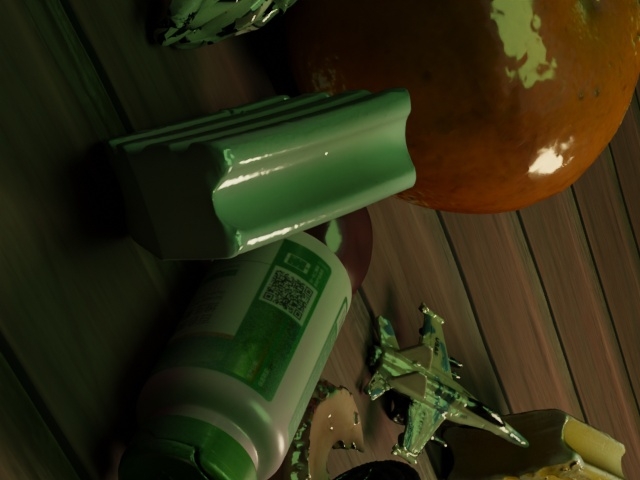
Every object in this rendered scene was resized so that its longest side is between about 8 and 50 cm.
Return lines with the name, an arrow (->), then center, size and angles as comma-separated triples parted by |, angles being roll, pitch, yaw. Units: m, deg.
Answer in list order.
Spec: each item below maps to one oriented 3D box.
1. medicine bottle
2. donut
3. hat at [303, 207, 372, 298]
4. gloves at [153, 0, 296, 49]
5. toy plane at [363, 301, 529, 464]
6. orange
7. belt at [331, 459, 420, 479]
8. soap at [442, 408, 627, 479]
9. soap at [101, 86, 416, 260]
medicine bottle -> -0.072, 0.117, 1.258 | 0.274, 0.133, 0.133 | -66, 142, -46
donut -> -0.015, 0.193, 1.441 | 0.166, 0.065, 0.117 | -46, 128, -58
hat -> 0.000, 0.000, 1.474 | 0.205, 0.089, 0.205 | 13, 75, -63
gloves -> -0.080, -0.246, 1.334 | 0.212, 0.111, 0.127 | -70, 151, -54
toy plane -> 0.145, 0.189, 1.728 | 0.262, 0.088, 0.192 | 40, 52, -37
orange -> 0.141, -0.237, 1.536 | 0.424, 0.326, 0.424 | 5, 83, -45
belt -> 0.035, 0.309, 1.438 | 0.230, 0.139, 0.126 | -51, 132, -52
soap -> 0.283, 0.288, 1.920 | 0.274, 0.173, 0.089 | 31, 50, -60
soap -> -0.054, -0.059, 1.247 | 0.289, 0.173, 0.095 | -22, 108, -53
